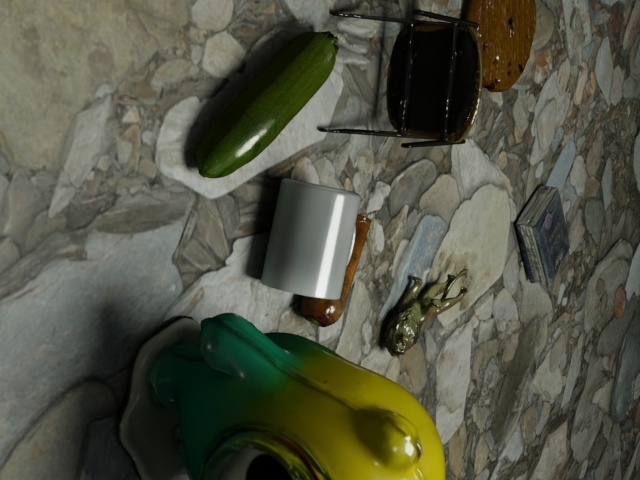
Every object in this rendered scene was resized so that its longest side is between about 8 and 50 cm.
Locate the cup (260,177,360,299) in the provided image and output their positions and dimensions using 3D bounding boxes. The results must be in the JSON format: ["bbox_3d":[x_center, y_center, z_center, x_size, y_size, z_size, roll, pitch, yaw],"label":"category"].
[{"bbox_3d":[-0.010,-0.002,1.149,0.136,0.099,0.133,-31,132,-85],"label":"cup"}]

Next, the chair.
[{"bbox_3d":[0.129,-0.206,1.219,0.247,0.172,0.159,-6,105,-46],"label":"chair"}]

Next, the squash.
[{"bbox_3d":[-0.050,-0.160,1.054,0.258,0.069,0.069,-52,138,-30],"label":"squash"}]

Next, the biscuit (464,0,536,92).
[{"bbox_3d":[0.278,-0.336,1.473,0.212,0.036,0.212,-20,115,-50],"label":"biscuit"}]

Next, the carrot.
[{"bbox_3d":[0.022,0.037,1.236,0.055,0.055,0.161,54,51,-47],"label":"carrot"}]

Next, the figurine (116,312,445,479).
[{"bbox_3d":[-0.026,0.206,0.973,0.231,0.340,0.324,-48,137,-34],"label":"figurine"}]

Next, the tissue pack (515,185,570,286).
[{"bbox_3d":[0.413,-0.008,1.753,0.112,0.051,0.156,-53,138,-31],"label":"tissue pack"}]

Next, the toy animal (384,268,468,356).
[{"bbox_3d":[0.164,0.091,1.436,0.220,0.069,0.086,-34,149,-37],"label":"toy animal"}]
